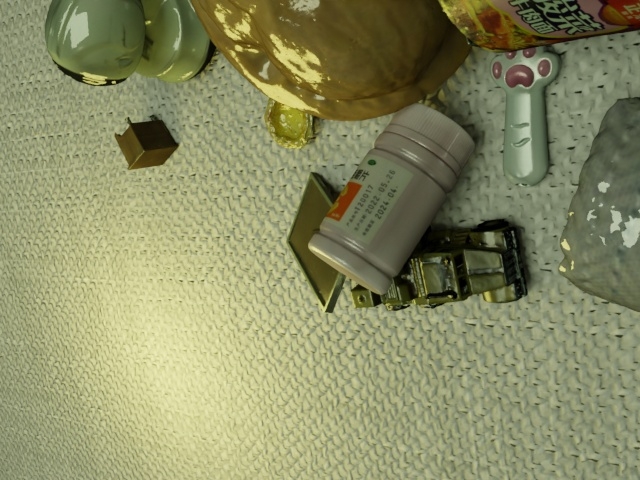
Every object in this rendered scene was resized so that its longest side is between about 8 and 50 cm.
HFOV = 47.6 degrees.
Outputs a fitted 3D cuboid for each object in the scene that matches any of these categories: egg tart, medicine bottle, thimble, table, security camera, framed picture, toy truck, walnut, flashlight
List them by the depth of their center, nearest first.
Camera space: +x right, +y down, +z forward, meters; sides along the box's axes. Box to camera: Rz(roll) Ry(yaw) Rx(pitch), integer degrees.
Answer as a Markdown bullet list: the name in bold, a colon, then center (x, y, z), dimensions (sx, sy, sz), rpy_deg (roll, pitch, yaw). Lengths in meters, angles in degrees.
- **thimble**: center (0.388, -0.038, 0.839), dimensions (0.157, 0.217, 0.245), rpy_deg (21, 109, 28)
- **walnut**: center (0.007, -0.347, 0.921), dimensions (0.384, 0.384, 0.383), rpy_deg (12, 112, 33)
- **flashlight**: center (0.275, -0.170, 0.984), dimensions (0.093, 0.047, 0.200), rpy_deg (6, 108, 34)
- **medicine bottle**: center (0.101, -0.059, 1.021), dimensions (0.133, 0.133, 0.249), rpy_deg (32, 86, 24)
- **toy truck**: center (0.171, 0.046, 1.084), dimensions (0.257, 0.127, 0.127), rpy_deg (-7, 99, 34)
- **framed picture**: center (0.000, 0.000, 1.193), dimensions (0.203, 0.015, 0.150), rpy_deg (58, 136, 49)
- **egg tart**: center (-0.046, -0.204, 1.209), dimensions (0.105, 0.039, 0.105), rpy_deg (12, 112, 33)
- **security camera**: center (-0.324, -0.353, 1.210), dimensions (0.197, 0.277, 0.191), rpy_deg (39, 123, 19)
- **table**: center (-0.340, -0.192, 1.401), dimensions (0.070, 0.083, 0.082), rpy_deg (-38, 77, 40)

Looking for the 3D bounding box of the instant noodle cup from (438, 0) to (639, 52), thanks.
- **instant noodle cup**: center (0.277, -0.361, 0.769), dimensions (0.266, 0.340, 0.339), rpy_deg (-5, 102, 47)
